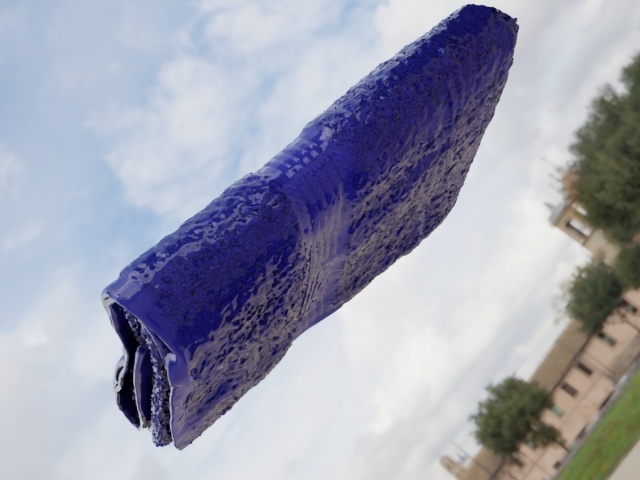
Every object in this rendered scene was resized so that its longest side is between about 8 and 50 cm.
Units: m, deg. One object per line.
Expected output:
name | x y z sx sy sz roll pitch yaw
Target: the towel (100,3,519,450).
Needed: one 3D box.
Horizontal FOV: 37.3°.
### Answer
towel | 0.000 0.000 0.611 0.308 0.076 0.227 -42 -11 -24
